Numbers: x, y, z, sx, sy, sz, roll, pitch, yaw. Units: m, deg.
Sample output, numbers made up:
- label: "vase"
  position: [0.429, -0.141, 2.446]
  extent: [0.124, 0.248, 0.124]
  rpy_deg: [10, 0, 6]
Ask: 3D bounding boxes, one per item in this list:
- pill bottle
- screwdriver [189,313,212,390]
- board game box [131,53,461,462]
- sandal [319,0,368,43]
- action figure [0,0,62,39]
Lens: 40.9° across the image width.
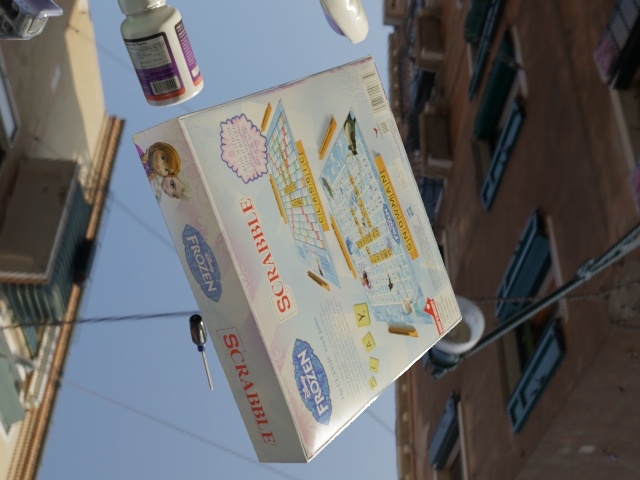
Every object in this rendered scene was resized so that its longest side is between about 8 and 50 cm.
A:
- label: "pill bottle"
  position: [-0.282, -0.340, 1.487]
  extent: [0.108, 0.194, 0.108]
  rpy_deg: [-12, -149, 7]
- label: "screwdriver"
  position: [-0.170, 0.169, 1.237]
  extent: [0.024, 0.170, 0.025]
  rpy_deg: [14, -138, 18]
- label: "board game box"
  position: [0.000, 0.000, 0.853]
  extent: [0.318, 0.065, 0.319]
  rpy_deg: [-30, -77, -50]
- label: "sandal"
  position: [-0.062, -0.293, 0.749]
  extent: [0.102, 0.416, 0.169]
  rpy_deg: [-22, -110, 13]
- label: "action figure"
  position: [-0.366, -0.208, 0.592]
  extent: [0.341, 0.330, 0.178]
  rpy_deg: [34, -161, 12]
